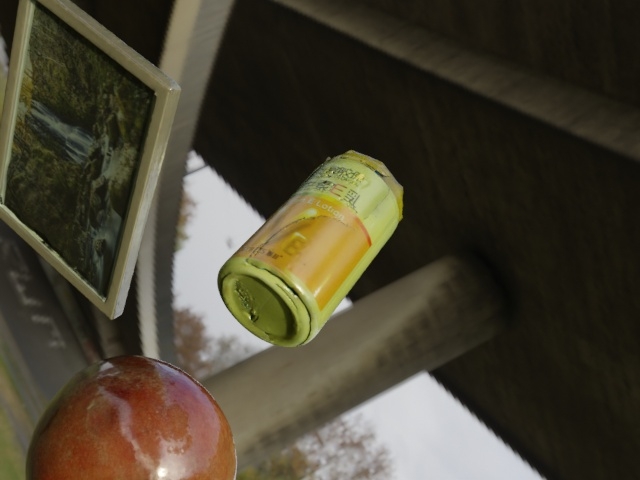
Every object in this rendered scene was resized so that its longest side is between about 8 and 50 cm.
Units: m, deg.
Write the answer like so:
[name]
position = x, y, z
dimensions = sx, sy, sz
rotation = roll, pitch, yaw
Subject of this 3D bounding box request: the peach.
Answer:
[peach]
position = -0.225, 0.256, 1.295
dimensions = 0.252, 0.252, 0.252
rotation = 56, -17, 27

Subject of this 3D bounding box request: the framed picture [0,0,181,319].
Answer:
[framed picture]
position = -0.272, -0.097, 1.224
dimensions = 0.240, 0.020, 0.324
rotation = 40, -50, 22

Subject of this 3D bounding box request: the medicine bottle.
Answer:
[medicine bottle]
position = 0.000, 0.000, 1.208
dimensions = 0.124, 0.239, 0.124
rotation = 21, -42, 21
